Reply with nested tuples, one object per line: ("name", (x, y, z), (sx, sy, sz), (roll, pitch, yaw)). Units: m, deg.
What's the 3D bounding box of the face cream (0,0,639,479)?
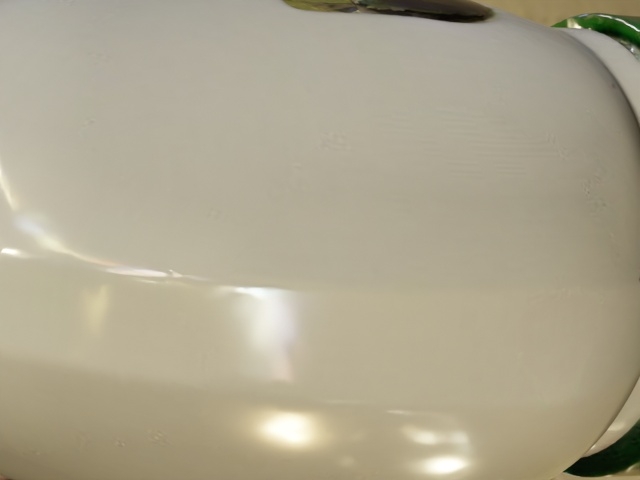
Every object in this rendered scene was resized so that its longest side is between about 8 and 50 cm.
("face cream", (0.000, 0.000, 0.828), (0.312, 0.357, 0.219), (29, 113, 60))
